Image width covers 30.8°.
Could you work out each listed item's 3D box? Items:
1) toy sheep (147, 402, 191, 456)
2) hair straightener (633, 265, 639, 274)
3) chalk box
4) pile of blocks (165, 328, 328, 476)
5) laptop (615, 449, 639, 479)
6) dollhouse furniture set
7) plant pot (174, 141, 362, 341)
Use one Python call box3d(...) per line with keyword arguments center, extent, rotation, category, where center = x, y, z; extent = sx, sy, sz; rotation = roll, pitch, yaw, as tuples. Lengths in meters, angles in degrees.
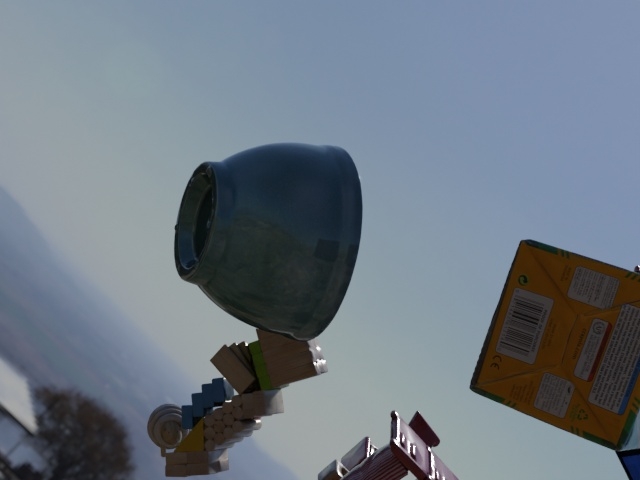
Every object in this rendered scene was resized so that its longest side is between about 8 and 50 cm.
box3d(center=(-0.279, 0.344, 2.144), extent=(0.091, 0.091, 0.132), rotation=(48, -6, -20), category="toy sheep")
box3d(center=(0.530, 0.047, 1.809), extent=(0.230, 0.089, 0.047), rotation=(25, 58, -71), category="hair straightener")
box3d(center=(0.322, 0.120, 1.308), extent=(0.179, 0.180, 0.289), rotation=(20, 4, 30), category="chalk box")
box3d(center=(-0.132, 0.268, 2.007), extent=(0.149, 0.362, 0.112), rotation=(49, 11, 18), category="pile of blocks")
box3d(center=(0.665, 0.352, 2.104), extent=(0.234, 0.264, 0.136), rotation=(-2, 17, -28), category="laptop")
box3d(center=(0.089, 0.349, 1.794), extent=(0.152, 0.201, 0.374), rotation=(47, 11, -7), category="dollhouse furniture set")
box3d(center=(-0.093, -0.011, 1.672), extent=(0.196, 0.293, 0.293), rotation=(10, 6, -24), category="plant pot")
